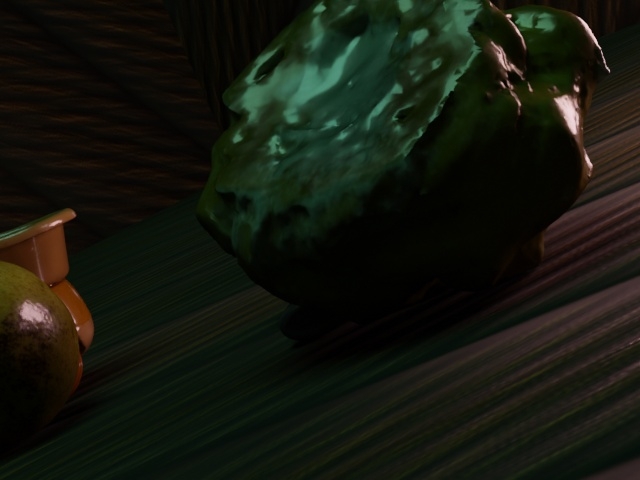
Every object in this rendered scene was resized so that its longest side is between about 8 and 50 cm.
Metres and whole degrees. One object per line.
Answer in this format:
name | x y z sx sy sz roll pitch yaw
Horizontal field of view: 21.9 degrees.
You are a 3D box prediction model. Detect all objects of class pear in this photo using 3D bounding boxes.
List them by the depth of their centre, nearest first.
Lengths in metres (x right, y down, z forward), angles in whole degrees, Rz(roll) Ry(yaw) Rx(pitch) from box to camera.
pear | -0.339 0.118 1.668 0.197 0.197 0.197 -23 7 3

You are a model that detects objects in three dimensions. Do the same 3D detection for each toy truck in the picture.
toy truck | -0.381 0.100 1.860 0.288 0.212 0.204 -21 5 -8

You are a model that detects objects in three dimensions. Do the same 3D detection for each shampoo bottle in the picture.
shampoo bottle | 0.010 0.054 1.587 0.080 0.040 0.165 -24 7 13

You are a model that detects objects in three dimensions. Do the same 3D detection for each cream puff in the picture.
cream puff | 0.096 -0.074 1.464 0.378 0.275 0.378 -25 41 23
